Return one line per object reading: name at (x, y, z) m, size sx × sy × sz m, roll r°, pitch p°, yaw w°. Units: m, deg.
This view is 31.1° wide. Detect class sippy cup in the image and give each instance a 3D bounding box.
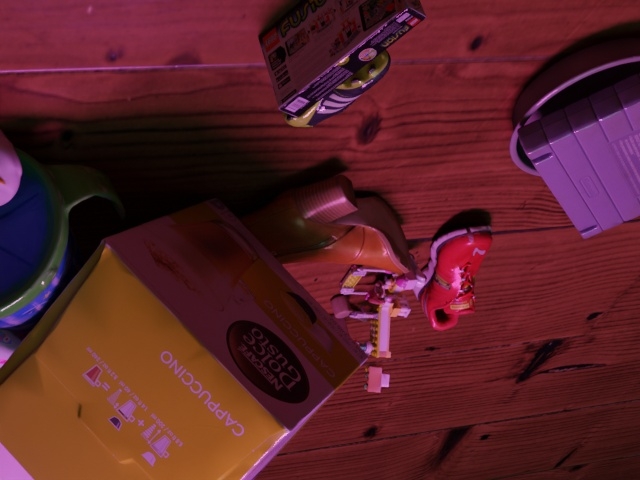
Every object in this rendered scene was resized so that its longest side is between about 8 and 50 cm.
sippy cup at (-0.417, 0.017, 1.502) m, size 0.305 × 0.240 × 0.224 m, roll 6°, pitch 163°, yaw 6°

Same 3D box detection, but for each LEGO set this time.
LEGO set at (0.088, 0.135, 2.045) m, size 0.107 × 0.132 × 0.287 m, roll 3°, pitch 125°, yaw -22°

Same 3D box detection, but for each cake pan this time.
cake pan at (0.413, -0.197, 1.701) m, size 0.293 × 0.054 × 0.293 m, roll -12°, pitch 151°, yaw -7°

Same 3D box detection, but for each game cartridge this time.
game cartridge at (0.452, -0.127, 1.732) m, size 0.230 × 0.068 × 0.355 m, roll -28°, pitch 150°, yaw 14°

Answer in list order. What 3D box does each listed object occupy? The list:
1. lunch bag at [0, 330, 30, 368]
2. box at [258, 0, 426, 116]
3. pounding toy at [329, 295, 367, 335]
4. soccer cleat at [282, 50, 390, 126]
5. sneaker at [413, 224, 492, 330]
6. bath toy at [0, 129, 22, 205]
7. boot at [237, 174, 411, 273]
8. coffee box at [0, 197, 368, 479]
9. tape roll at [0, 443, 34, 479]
lunch bag at (-0.520, 0.155, 1.742) m, size 0.223 × 0.160 × 0.262 m, roll -22°, pitch 157°, yaw 12°
box at (0.021, -0.248, 1.344) m, size 0.207 × 0.114 × 0.036 m, roll -34°, pitch 147°, yaw 31°
pounding toy at (0.014, 0.191, 2.145) m, size 0.181 × 0.094 × 0.206 m, roll -3°, pitch 149°, yaw -23°
soccer cleat at (0.027, -0.201, 1.500) m, size 0.179 × 0.060 × 0.072 m, roll -28°, pitch 160°, yaw 33°
sneaker at (0.247, 0.069, 2.022) m, size 0.107 × 0.118 × 0.279 m, roll -8°, pitch 151°, yaw -15°
bath toy at (-0.530, -0.081, 1.346) m, size 0.348 × 0.129 × 0.151 m, roll -13°, pitch 162°, yaw -3°
boot at (0.000, 0.001, 1.811) m, size 0.211 × 0.104 × 0.295 m, roll -22°, pitch 147°, yaw 21°
coffee box at (-0.199, 0.196, 1.597) m, size 0.338 × 0.337 × 0.334 m, roll -47°, pitch 173°, yaw 22°
tape roll at (-0.629, 0.389, 2.041) m, size 0.286 × 0.100 × 0.286 m, roll 11°, pitch 157°, yaw 5°
